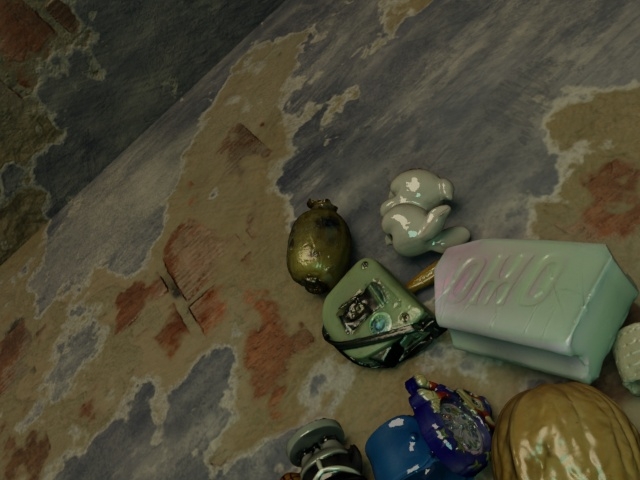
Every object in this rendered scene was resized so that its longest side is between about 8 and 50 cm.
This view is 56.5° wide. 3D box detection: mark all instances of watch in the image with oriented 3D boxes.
[{"bbox_3d":[0.182,0.353,0.998,0.200,0.196,0.171,-51,29,23],"label":"watch"}]

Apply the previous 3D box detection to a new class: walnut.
[{"bbox_3d":[0.354,0.334,0.854,0.224,0.225,0.261,-19,53,24],"label":"walnut"}]

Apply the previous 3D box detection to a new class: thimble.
[{"bbox_3d":[0.520,0.183,0.928,0.115,0.102,0.090,-22,49,23],"label":"thimble"}]

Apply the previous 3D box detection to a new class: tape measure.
[{"bbox_3d":[0.111,0.167,1.217,0.207,0.115,0.235,-47,49,5],"label":"tape measure"}]

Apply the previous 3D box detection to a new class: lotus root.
[{"bbox_3d":[0.001,-0.001,1.418,0.154,0.154,0.278,-16,46,26],"label":"lotus root"}]

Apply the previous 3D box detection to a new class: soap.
[{"bbox_3d":[0.342,0.102,1.043,0.208,0.115,0.347,-52,27,-19],"label":"soap"}]

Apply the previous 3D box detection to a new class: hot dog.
[{"bbox_3d":[0.232,0.078,1.273,0.137,0.028,0.044,-35,18,5],"label":"hot dog"}]

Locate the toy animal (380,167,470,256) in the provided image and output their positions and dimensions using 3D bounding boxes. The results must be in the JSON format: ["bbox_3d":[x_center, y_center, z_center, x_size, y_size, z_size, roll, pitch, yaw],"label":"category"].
[{"bbox_3d":[0.224,-0.060,1.318,0.178,0.127,0.193,-17,46,22],"label":"toy animal"}]

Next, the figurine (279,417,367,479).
[{"bbox_3d":[0.021,0.452,1.056,0.176,0.133,0.236,-37,41,-1],"label":"figurine"}]
